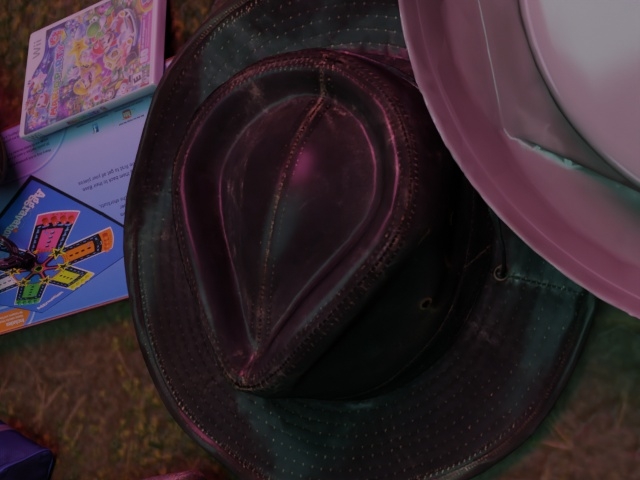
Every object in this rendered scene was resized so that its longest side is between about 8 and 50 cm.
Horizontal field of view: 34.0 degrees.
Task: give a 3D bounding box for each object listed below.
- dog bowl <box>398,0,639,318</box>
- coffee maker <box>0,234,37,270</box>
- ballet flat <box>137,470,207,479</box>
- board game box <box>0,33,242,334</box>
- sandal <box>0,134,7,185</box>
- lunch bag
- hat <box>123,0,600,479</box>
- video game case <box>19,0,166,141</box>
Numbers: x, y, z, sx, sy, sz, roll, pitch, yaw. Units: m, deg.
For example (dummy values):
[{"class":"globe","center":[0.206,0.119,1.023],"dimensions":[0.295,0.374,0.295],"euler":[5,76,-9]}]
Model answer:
[{"class":"dog bowl","center":[0.212,-0.128,0.441],"dimensions":[0.349,0.102,0.348],"euler":[5,106,18]},{"class":"coffee maker","center":[-0.323,0.049,0.745],"dimensions":[0.171,0.120,0.178],"euler":[32,108,22]},{"class":"ballet flat","center":[-0.191,0.250,0.739],"dimensions":[0.106,0.107,0.316],"euler":[44,112,26]},{"class":"board game box","center":[-0.153,-0.028,0.731],"dimensions":[0.281,0.027,0.145],"euler":[-16,86,29]},{"class":"sandal","center":[-0.273,-0.106,0.767],"dimensions":[0.090,0.060,0.219],"euler":[-37,63,5]},{"class":"lunch bag","center":[-0.251,0.186,0.783],"dimensions":[0.065,0.067,0.098],"euler":[26,108,25]},{"class":"hat","center":[0.000,0.000,0.571],"dimensions":[0.331,0.134,0.331],"euler":[1,93,18]},{"class":"video game case","center":[-0.155,-0.123,0.713],"dimensions":[0.122,0.011,0.087],"euler":[-16,62,29]}]
